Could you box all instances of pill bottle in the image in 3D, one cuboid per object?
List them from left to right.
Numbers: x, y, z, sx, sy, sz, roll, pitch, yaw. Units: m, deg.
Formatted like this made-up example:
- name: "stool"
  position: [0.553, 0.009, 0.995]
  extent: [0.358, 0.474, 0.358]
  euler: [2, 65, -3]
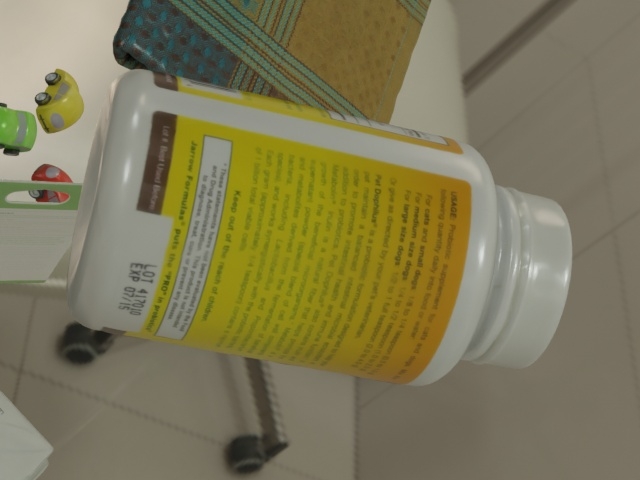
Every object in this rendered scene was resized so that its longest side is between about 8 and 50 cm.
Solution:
- name: "pill bottle"
  position: [0.000, 0.000, 0.592]
  extent: [0.215, 0.117, 0.117]
  euler: [12, 50, -14]

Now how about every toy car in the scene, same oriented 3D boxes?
- name: "toy car"
  position: [-0.389, -0.138, 1.787]
  extent: [0.225, 0.053, 0.239]
  euler: [23, 69, -73]

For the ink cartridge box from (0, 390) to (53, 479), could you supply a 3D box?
- name: "ink cartridge box"
  position: [-0.344, 0.092, 0.749]
  extent: [0.307, 0.223, 0.129]
  euler: [48, 32, -6]

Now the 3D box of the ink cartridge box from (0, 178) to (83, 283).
- name: "ink cartridge box"
  position: [-0.367, -0.025, 1.531]
  extent: [0.171, 0.235, 0.056]
  euler: [1, 57, -35]

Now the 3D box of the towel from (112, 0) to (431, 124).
- name: "towel"
  position: [-0.011, -0.227, 1.060]
  extent: [0.271, 0.040, 0.370]
  euler: [38, 59, -35]
